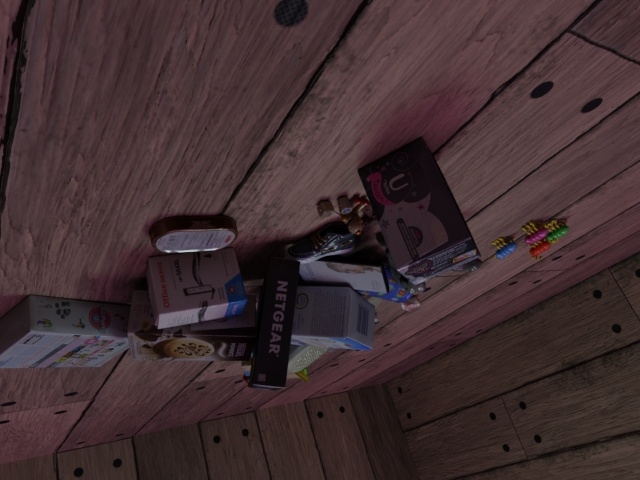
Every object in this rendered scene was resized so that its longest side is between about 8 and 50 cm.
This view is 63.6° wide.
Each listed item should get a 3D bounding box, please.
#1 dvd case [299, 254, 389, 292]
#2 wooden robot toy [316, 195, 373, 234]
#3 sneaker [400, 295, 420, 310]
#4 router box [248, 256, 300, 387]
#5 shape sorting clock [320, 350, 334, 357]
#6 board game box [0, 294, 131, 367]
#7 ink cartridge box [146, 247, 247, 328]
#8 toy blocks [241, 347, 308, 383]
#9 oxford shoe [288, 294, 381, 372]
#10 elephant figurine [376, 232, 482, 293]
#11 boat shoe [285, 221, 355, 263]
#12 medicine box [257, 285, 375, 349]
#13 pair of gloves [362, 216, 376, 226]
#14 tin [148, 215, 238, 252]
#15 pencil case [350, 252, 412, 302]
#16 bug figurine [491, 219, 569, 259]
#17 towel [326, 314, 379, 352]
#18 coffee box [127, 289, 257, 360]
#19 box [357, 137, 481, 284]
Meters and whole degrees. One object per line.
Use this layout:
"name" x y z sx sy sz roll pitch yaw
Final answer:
"dvd case" 0.054 0.088 1.406 0.252 0.022 0.180 5 154 17
"wooden robot toy" 0.077 -0.054 1.212 0.173 0.079 0.076 6 147 -43
"sneaker" 0.363 0.250 2.094 0.070 0.051 0.134 -27 158 14
"router box" -0.122 0.223 1.328 0.081 0.309 0.243 9 161 -8
"shape sorting clock" -0.023 0.518 2.396 0.206 0.040 0.206 -16 156 -7
"board game box" -0.638 0.240 1.308 0.224 0.098 0.303 -30 152 27
"ink cartridge box" -0.291 0.108 1.208 0.203 0.148 0.086 -7 153 -25
"toy blocks" -0.191 0.445 1.991 0.260 0.191 0.381 -8 144 -3
"oxford shoe" 0.035 0.284 1.818 0.449 0.130 0.169 -33 147 -18
"elephant figurine" 0.312 0.033 1.461 0.239 0.169 0.186 -31 125 -20
"boat shoe" 0.000 0.000 1.305 0.183 0.065 0.083 -12 142 -12
"medicine box" -0.008 0.237 1.569 0.289 0.149 0.263 -1 162 22
"pair of gloves" 0.121 -0.049 1.294 0.074 0.010 0.083 -28 -176 1
"tin" -0.269 -0.011 1.111 0.189 0.040 0.106 -3 156 -31
"pencil case" 0.196 0.119 1.610 0.133 0.119 0.306 -37 150 23
"bug figurine" 0.751 0.005 1.824 0.278 0.072 0.216 -3 151 -31
"towel" 0.094 0.425 2.195 0.324 0.056 0.312 -23 161 -10
"coffee box" -0.316 0.218 1.292 0.297 0.119 0.168 3 145 -13
"box" 0.204 -0.058 1.087 0.163 0.247 0.142 -26 153 16
